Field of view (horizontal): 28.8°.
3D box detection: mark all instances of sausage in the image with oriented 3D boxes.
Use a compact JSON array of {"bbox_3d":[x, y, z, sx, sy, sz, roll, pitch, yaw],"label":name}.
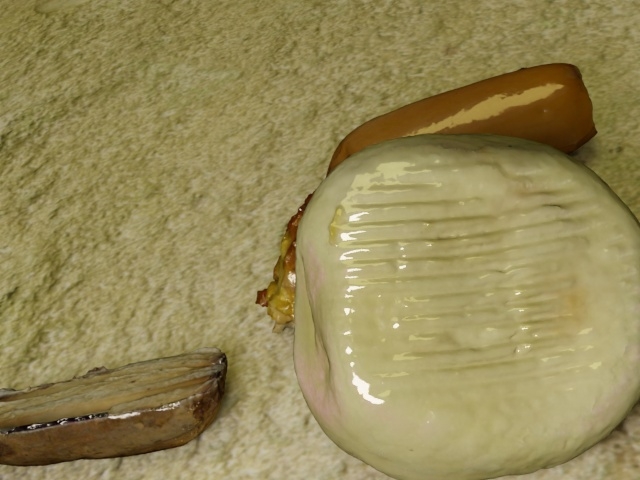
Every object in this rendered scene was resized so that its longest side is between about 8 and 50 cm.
[{"bbox_3d":[0.163,-0.126,1.566,0.354,0.116,0.134,-17,55,7],"label":"sausage"}]

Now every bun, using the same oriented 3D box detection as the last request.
[{"bbox_3d":[0.134,0.062,1.194,0.361,0.361,0.213,-24,-8,-10],"label":"bun"}]

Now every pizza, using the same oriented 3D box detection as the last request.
[{"bbox_3d":[0.000,0.000,1.371,0.228,0.081,0.289,-59,3,-12],"label":"pizza"}]

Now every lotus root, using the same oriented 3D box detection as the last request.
[{"bbox_3d":[-0.251,0.195,1.325,0.329,0.078,0.167,-11,11,12],"label":"lotus root"}]

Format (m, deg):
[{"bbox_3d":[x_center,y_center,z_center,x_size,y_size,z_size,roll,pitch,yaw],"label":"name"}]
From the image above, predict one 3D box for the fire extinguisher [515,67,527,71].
[{"bbox_3d":[0.220,-0.182,1.680,0.158,0.043,0.064,-28,5,-16],"label":"fire extinguisher"}]
